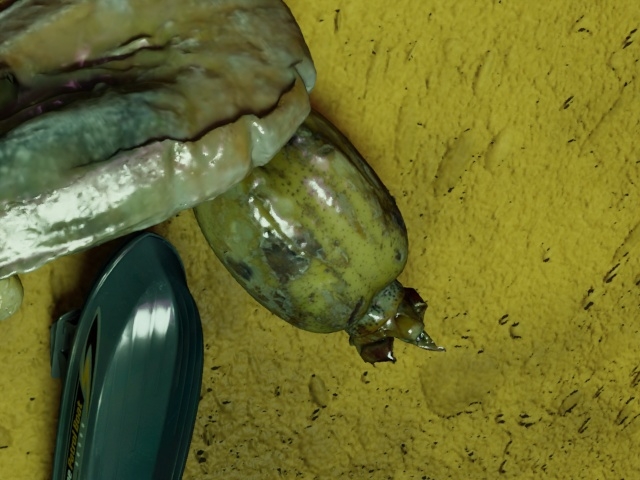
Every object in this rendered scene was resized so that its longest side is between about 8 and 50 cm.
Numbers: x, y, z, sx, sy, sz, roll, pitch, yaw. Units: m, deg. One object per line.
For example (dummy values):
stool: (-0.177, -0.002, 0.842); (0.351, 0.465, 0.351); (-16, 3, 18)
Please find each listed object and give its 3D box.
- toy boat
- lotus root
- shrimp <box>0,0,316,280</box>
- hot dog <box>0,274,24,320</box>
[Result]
toy boat: (-0.163, 0.120, 0.904); (0.114, 0.122, 0.296); (-15, 127, -42)
lotus root: (-0.002, 0.000, 0.918); (0.154, 0.154, 0.278); (-44, 115, -3)
shrimp: (-0.204, -0.077, 0.765); (0.446, 0.221, 0.110); (-31, 160, -23)
hot dog: (-0.338, 0.004, 0.810); (0.242, 0.084, 0.073); (12, 102, -25)
